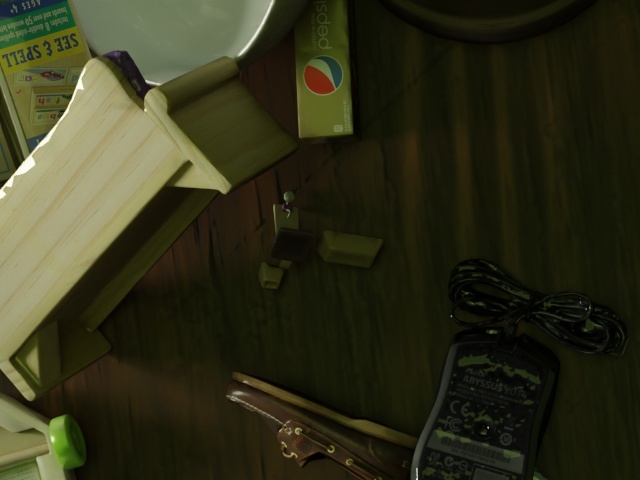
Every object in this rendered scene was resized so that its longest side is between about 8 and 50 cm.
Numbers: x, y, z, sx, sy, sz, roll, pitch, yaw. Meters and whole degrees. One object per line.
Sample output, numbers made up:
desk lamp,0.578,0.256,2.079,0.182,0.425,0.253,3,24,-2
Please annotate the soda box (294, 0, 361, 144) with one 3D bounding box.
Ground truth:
soda box,0.006,-0.192,1.731,0.058,0.061,0.181,-4,85,9

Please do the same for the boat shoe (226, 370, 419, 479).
boat shoe,-0.004,0.196,1.700,0.207,0.073,0.073,22,87,9

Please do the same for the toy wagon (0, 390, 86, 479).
toy wagon,-0.347,0.337,1.744,0.267,0.068,0.344,-17,85,7

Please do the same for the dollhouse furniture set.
dollhouse furniture set,0.000,0.000,1.747,0.114,0.091,0.081,9,45,-13

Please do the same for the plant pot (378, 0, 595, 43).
plant pot,0.157,-0.369,1.614,0.323,0.280,0.323,0,87,7

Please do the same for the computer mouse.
computer mouse,0.179,0.171,1.683,0.188,0.072,0.272,20,77,11

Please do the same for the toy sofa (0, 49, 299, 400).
toy sofa,-0.208,-0.028,1.637,0.177,0.150,0.362,47,120,5

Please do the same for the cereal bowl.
cereal bowl,-0.122,-0.330,1.687,0.339,0.141,0.339,12,110,35

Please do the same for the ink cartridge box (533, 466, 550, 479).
ink cartridge box,0.279,0.398,1.654,0.371,0.069,0.176,42,92,11

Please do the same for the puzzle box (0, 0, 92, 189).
puzzle box,-0.427,-0.144,1.658,0.408,0.052,0.272,-19,92,-13
